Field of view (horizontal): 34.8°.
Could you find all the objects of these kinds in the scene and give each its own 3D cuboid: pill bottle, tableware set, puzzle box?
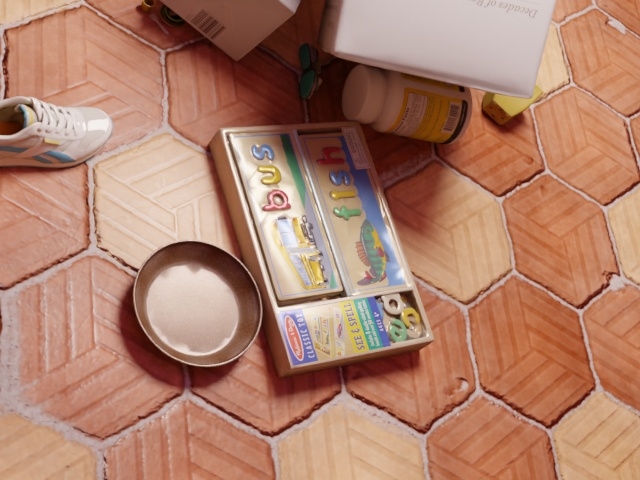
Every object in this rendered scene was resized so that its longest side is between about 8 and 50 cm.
[{"bbox_3d":[0.151,-0.242,1.796,0.208,0.119,0.119,8,62,-25],"label":"pill bottle"},{"bbox_3d":[-0.241,-0.420,1.731,0.104,0.024,0.154,48,54,1],"label":"tableware set"},{"bbox_3d":[0.000,0.000,1.633,0.272,0.052,0.409,-8,70,-31],"label":"puzzle box"}]

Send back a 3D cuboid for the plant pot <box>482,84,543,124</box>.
[{"bbox_3d":[0.358,-0.269,1.951,0.081,0.081,0.083,41,67,-4],"label":"plant pot"}]

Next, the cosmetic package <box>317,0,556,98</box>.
[{"bbox_3d":[0.196,-0.466,1.644,0.327,0.329,0.394,10,103,-7],"label":"cosmetic package"}]

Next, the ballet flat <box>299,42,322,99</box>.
[{"bbox_3d":[-0.014,-0.292,1.783,0.041,0.041,0.114,10,62,-24],"label":"ballet flat"}]

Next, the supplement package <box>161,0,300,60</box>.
[{"bbox_3d":[-0.113,-0.486,1.720,0.177,0.175,0.293,37,51,-21],"label":"supplement package"}]

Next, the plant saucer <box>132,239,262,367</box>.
[{"bbox_3d":[-0.183,0.095,1.494,0.198,0.036,0.199,13,61,-24],"label":"plant saucer"}]

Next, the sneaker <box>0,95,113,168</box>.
[{"bbox_3d":[-0.402,-0.159,1.468,0.228,0.092,0.087,-11,70,-34],"label":"sneaker"}]
